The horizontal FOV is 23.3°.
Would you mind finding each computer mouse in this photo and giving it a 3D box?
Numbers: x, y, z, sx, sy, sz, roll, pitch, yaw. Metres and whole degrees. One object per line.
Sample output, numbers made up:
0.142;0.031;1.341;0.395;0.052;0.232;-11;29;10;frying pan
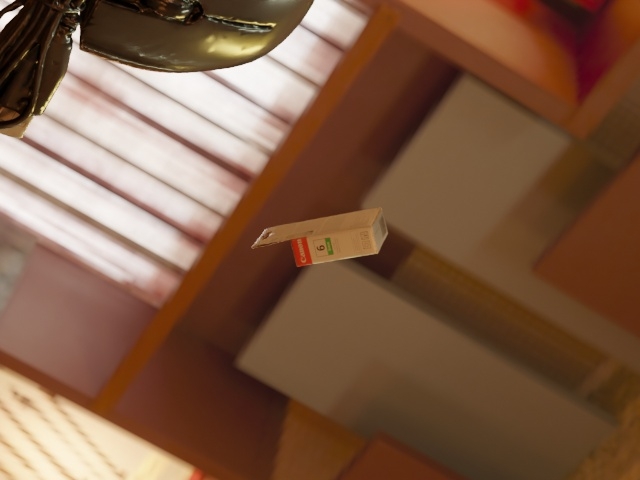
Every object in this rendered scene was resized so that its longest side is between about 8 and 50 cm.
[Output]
-0.080;-0.147;0.969;0.272;0.072;0.188;-20;151;-52;computer mouse

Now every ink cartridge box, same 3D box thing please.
0.000;0.000;1.426;0.115;0.029;0.063;-11;-166;14;ink cartridge box
